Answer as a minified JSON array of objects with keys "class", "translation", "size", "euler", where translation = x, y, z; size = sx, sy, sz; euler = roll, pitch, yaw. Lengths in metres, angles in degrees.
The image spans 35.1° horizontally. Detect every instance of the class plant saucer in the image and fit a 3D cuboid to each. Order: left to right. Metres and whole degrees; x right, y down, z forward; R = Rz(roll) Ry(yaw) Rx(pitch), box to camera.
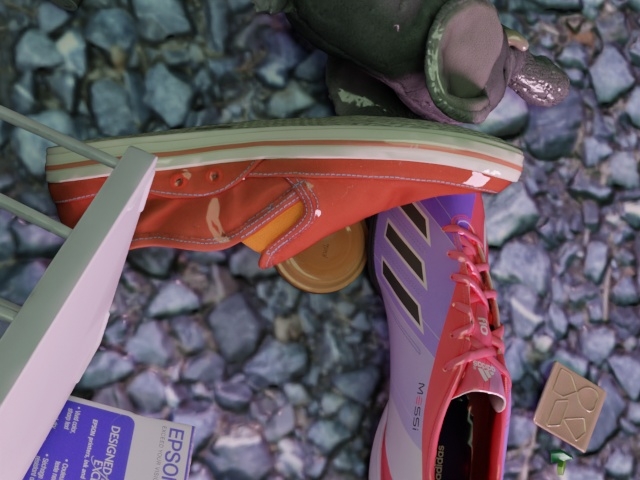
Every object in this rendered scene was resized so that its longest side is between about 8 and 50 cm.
[{"class":"plant saucer","translation":[0.000,0.000,0.794],"size":[0.083,0.013,0.084],"euler":[3,82,-18]}]

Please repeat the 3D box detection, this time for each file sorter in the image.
[{"class":"file sorter","translation":[-0.235,0.066,0.552],"size":[0.173,0.193,0.278],"euler":[25,44,-3]}]

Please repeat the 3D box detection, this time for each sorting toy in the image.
[{"class":"sorting toy","translation":[0.201,0.150,0.841],"size":[0.062,0.012,0.083],"euler":[33,70,-17]}]

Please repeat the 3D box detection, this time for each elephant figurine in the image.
[{"class":"elephant figurine","translation":[0.084,-0.149,0.781],"size":[0.186,0.169,0.239],"euler":[-31,110,8]}]

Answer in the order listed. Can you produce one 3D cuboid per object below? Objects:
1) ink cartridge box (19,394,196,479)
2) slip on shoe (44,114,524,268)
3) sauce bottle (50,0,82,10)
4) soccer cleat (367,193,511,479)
[{"class":"ink cartridge box","translation":[-0.194,0.188,0.635],"size":[0.208,0.045,0.206],"euler":[17,46,-13]},{"class":"slip on shoe","translation":[-0.025,-0.034,0.710],"size":[0.331,0.123,0.101],"euler":[-5,99,2]},{"class":"sauce bottle","translation":[-0.167,-0.232,0.758],"size":[0.042,0.042,0.128],"euler":[24,77,-14]},{"class":"soccer cleat","translation":[0.099,0.071,0.760],"size":[0.108,0.116,0.318],"euler":[7,80,-23]}]
